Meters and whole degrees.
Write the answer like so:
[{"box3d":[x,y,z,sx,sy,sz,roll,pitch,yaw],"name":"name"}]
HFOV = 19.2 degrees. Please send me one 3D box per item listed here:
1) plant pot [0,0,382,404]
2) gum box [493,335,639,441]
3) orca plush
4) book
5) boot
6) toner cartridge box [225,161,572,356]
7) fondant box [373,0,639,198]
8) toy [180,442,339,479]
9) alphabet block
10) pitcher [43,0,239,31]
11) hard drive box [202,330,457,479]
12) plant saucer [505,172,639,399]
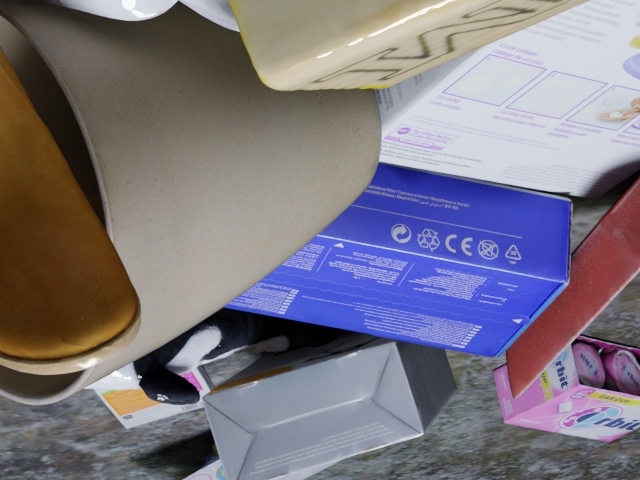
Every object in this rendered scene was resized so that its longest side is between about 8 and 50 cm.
[{"box3d":[-0.101,-0.053,1.233,0.274,0.256,0.256,-16,163,-39],"name":"plant pot"},{"box3d":[0.289,0.159,2.013,0.188,0.062,0.107,14,145,-42],"name":"gum box"},{"box3d":[-0.114,0.060,1.605,0.287,0.151,0.102,5,120,-24],"name":"orca plush"},{"box3d":[-0.160,0.139,1.829,0.096,0.035,0.144,-15,155,1],"name":"book"},{"box3d":[-0.200,-0.077,1.018,0.104,0.295,0.211,-24,131,-24],"name":"boot"},{"box3d":[0.000,0.000,1.444,0.348,0.075,0.165,11,155,-11],"name":"toner cartridge box"},{"box3d":[0.199,-0.154,1.284,0.238,0.096,0.330,8,150,-36],"name":"fondant box"},{"box3d":[-0.068,0.228,2.025,0.237,0.056,0.137,-26,148,19],"name":"toy"},{"box3d":[0.056,-0.197,0.968,0.197,0.192,0.193,-22,175,21],"name":"alphabet block"},{"box3d":[-0.112,-0.189,1.015,0.178,0.125,0.207,22,163,16],"name":"pitcher"},{"box3d":[0.014,0.139,1.721,0.181,0.089,0.232,-17,-179,11],"name":"hard drive box"},{"box3d":[0.253,-0.017,1.509,0.258,0.048,0.259,-45,172,-32],"name":"plant saucer"}]
